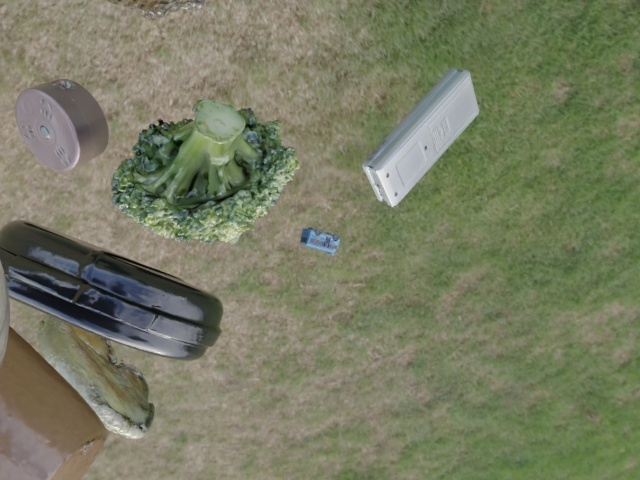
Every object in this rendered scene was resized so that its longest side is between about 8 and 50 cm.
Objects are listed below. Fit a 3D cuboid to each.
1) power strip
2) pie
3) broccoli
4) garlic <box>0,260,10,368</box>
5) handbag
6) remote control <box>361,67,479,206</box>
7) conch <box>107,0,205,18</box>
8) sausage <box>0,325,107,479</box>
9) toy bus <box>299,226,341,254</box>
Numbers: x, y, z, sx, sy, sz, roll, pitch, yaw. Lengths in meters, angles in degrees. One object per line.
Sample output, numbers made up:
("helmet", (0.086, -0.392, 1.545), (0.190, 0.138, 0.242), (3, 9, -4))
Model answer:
("power strip", (-0.452, -0.203, 1.037), (0.154, 0.078, 0.154), (16, 126, 24))
("pie", (-0.465, 0.276, 1.239), (0.075, 0.337, 0.337), (-40, 125, -3))
("broccoli", (-0.179, -0.111, 0.981), (0.260, 0.288, 0.235), (0, 138, 51))
("garlic", (-0.214, 0.068, 0.197), (0.245, 0.253, 0.245), (-35, 144, -31))
("handbag", (-0.269, 0.060, 0.745), (0.308, 0.093, 0.254), (19, 171, 15))
("remote control", (0.193, -0.198, 1.125), (0.277, 0.055, 0.103), (-47, 137, -14))
("conch", (-0.171, -0.287, 0.556), (0.245, 0.178, 0.163), (-32, 136, -31))
("sausage", (-0.278, 0.115, 0.452), (0.253, 0.123, 0.123), (44, 113, -6))
("toy bus", (0.000, 0.000, 1.270), (0.083, 0.038, 0.046), (17, 86, -32))
